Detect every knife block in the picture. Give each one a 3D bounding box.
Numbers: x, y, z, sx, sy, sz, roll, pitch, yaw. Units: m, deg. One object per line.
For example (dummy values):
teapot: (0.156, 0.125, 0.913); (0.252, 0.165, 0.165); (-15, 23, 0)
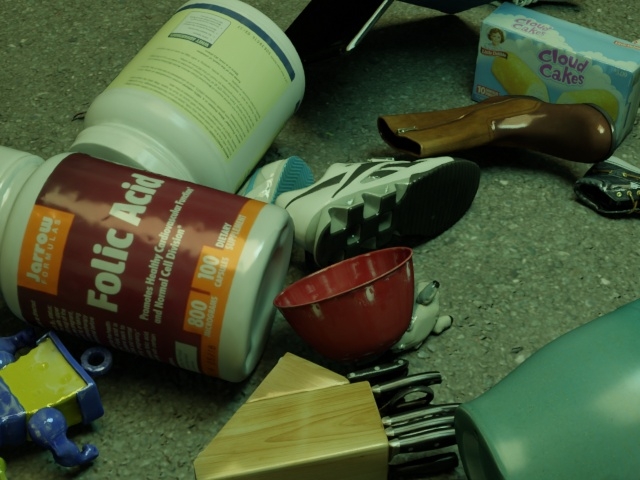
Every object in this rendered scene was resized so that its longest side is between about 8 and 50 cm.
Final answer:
knife block: (0.027, 0.238, 1.121); (0.242, 0.088, 0.276); (22, 46, 24)

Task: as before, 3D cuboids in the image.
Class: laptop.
laptop: (0.143, -0.355, 1.686); (0.408, 0.236, 0.382); (-52, 21, -15)

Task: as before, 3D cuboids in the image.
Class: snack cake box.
snack cake box: (0.389, -0.271, 1.644); (0.264, 0.152, 0.089); (26, 47, 27)

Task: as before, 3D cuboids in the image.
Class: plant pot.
plant pot: (0.286, 0.216, 1.030); (0.255, 0.272, 0.272); (-19, 44, -8)

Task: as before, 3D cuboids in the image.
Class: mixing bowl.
mixing bowl: (0.043, 0.086, 1.227); (0.181, 0.098, 0.181); (-21, 8, 3)

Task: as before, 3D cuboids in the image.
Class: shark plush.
shark plush: (0.108, 0.117, 1.308); (0.067, 0.073, 0.161); (16, 62, 45)

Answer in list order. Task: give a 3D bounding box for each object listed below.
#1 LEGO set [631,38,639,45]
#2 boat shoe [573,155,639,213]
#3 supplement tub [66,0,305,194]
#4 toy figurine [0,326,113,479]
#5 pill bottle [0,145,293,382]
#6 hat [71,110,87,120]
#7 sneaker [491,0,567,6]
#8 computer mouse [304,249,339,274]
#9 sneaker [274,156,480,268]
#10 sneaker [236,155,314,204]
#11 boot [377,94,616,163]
LEGO set: (0.618, -0.276, 1.747); (0.182, 0.060, 0.244); (-19, 42, -2)
boat shoe: (0.468, -0.062, 1.480); (0.183, 0.065, 0.083); (25, 49, 35)
supplement tub: (-0.192, -0.173, 1.456); (0.235, 0.235, 0.325); (19, 55, 21)
toy figurine: (-0.318, 0.176, 1.129); (0.217, 0.191, 0.362); (-25, 48, -32)
pill bottle: (-0.248, 0.018, 1.236); (0.392, 0.224, 0.224); (15, 43, 6)
hat: (-0.258, -0.225, 1.690); (0.208, 0.183, 0.173); (41, 55, -19)
sneaker: (0.386, -0.487, 1.951); (0.258, 0.094, 0.091); (9, 60, 16)
computer mouse: (0.000, 0.000, 1.434); (0.071, 0.041, 0.242); (5, 33, -16)
sneaker: (0.082, -0.071, 1.423); (0.330, 0.122, 0.146); (-15, 37, -35)
sneaker: (-0.091, -0.018, 1.421); (0.092, 0.087, 0.229); (-10, 40, 45)
boot: (0.262, -0.165, 1.503); (0.280, 0.096, 0.264); (-9, 29, -27)
